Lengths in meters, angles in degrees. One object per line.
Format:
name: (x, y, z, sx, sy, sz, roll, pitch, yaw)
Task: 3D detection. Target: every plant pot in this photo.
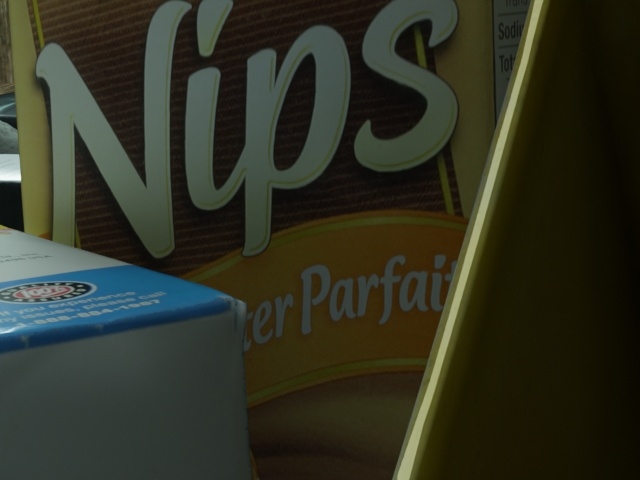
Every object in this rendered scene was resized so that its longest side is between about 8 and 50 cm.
plant pot: (0.149, 0.057, 0.423, 0.212, 0.187, 0.212, 5, 50, 18)

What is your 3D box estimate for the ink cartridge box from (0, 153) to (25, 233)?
ink cartridge box: (-0.114, 0.050, 0.722, 0.333, 0.165, 0.065, 1, 13, 25)

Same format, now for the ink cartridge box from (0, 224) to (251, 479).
ink cartridge box: (-0.148, 0.089, 0.520, 0.171, 0.168, 0.233, -9, 13, -31)

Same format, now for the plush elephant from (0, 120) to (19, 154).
plush elephant: (-0.082, -0.017, 0.896, 0.255, 0.330, 0.272, -35, 12, -27)

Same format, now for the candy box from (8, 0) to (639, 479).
candy box: (0.000, 0.000, 0.551, 0.183, 0.316, 0.087, 6, 14, 39)

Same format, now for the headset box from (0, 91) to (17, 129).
headset box: (-0.094, -0.040, 1.256, 0.246, 0.131, 0.283, 4, 13, 31)
